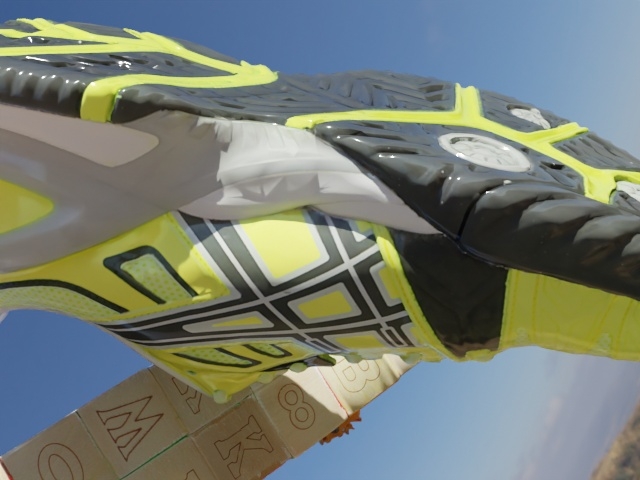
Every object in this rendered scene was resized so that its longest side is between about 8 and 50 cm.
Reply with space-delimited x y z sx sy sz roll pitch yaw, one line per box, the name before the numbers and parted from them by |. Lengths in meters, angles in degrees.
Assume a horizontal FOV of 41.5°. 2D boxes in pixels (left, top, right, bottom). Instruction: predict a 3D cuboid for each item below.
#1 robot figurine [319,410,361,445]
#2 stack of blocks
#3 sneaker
robot figurine | -0.030 0.075 0.979 0.085 0.211 0.291 -17 -68 -29
stack of blocks | -0.086 0.117 0.524 0.297 0.087 0.171 -31 -3 -30
sneaker | 0.000 0.000 0.399 0.145 0.384 0.147 -64 -14 -65
